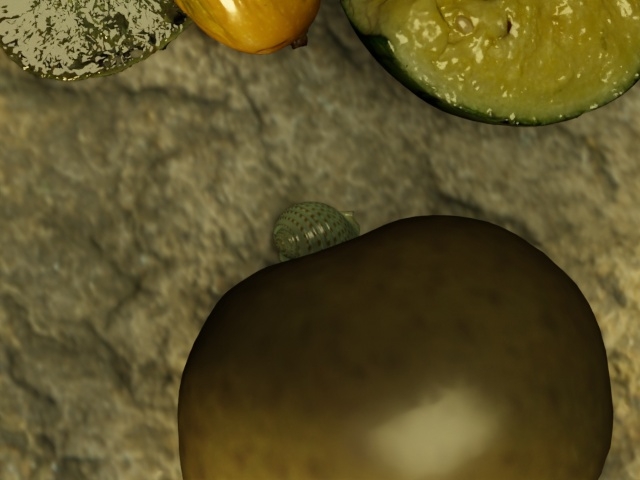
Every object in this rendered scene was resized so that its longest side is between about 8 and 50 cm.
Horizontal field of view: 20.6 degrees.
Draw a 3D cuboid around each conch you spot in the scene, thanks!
[{"bbox_3d":[0.000,0.001,1.595,0.085,0.056,0.076,-11,106,-10],"label":"conch"}]

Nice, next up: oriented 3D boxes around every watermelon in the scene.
[{"bbox_3d":[0.149,-0.265,1.554,0.330,0.189,0.331,-3,98,-25],"label":"watermelon"}]

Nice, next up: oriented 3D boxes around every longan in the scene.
[{"bbox_3d":[0.059,0.145,1.447,0.361,0.361,0.361,0,91,-11],"label":"longan"}]

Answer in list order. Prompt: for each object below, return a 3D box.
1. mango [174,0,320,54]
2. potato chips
[{"bbox_3d":[-0.097,-0.328,1.509,0.187,0.144,0.359,-28,99,-51],"label":"mango"},{"bbox_3d":[-0.215,-0.253,1.559,0.202,0.029,0.220,-11,95,-8],"label":"potato chips"}]
